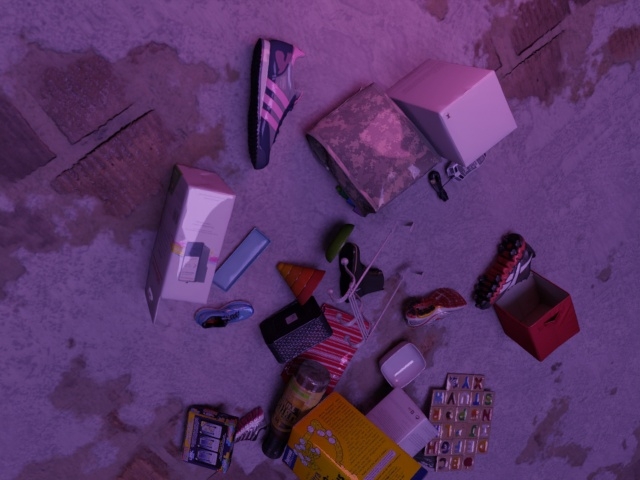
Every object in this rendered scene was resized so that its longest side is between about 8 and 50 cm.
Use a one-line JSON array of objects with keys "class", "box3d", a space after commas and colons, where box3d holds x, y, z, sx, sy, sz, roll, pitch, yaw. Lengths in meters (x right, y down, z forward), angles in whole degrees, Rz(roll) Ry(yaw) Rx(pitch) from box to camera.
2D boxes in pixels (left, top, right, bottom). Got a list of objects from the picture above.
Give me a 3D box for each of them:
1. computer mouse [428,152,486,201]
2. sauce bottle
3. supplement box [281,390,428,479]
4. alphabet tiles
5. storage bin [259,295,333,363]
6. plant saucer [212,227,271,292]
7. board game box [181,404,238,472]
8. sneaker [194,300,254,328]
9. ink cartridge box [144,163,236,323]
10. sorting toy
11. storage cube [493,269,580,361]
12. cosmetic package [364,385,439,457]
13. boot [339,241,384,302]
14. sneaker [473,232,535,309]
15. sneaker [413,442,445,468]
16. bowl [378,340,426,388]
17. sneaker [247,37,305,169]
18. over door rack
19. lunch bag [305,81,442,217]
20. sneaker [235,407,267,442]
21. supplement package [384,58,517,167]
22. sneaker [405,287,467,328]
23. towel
[{"class": "computer mouse", "box3d": [0.412, -0.213, 1.865, 0.193, 0.042, 0.106, -40, 116, 2]}, {"class": "sauce bottle", "box3d": [-0.083, 0.519, 1.878, 0.111, 0.111, 0.344, 12, 116, -28]}, {"class": "supplement box", "box3d": [0.091, 0.650, 1.798, 0.195, 0.357, 0.194, -31, 148, -41]}, {"class": "alphabet tiles", "box3d": [0.494, 0.643, 2.201, 0.285, 0.011, 0.342, 9, 88, -28]}, {"class": "storage bin", "box3d": [-0.070, 0.252, 1.780, 0.180, 0.122, 0.084, -30, 119, -2]}, {"class": "plant saucer", "box3d": [-0.219, 0.052, 1.703, 0.192, 0.018, 0.067, -48, 121, 1]}, {"class": "board game box", "box3d": [-0.322, 0.577, 1.816, 0.141, 0.048, 0.170, 15, 108, 7]}, {"class": "sneaker", "box3d": [-0.259, 0.215, 1.719, 0.162, 0.073, 0.063, -12, 114, -19]}, {"class": "ink cartridge box", "box3d": [-0.327, 0.015, 1.528, 0.119, 0.207, 0.353, 11, 107, -26]}, {"class": "sorting toy", "box3d": [0.000, 0.000, 1.751, 0.126, 0.127, 0.365, 33, 92, -1]}, {"class": "storage cube", "box3d": [0.723, 0.253, 2.096, 0.184, 0.215, 0.193, -36, 126, -7]}, {"class": "cosmetic package", "box3d": [0.189, 0.672, 2.028, 0.366, 0.155, 0.197, -40, 143, -4]}, {"class": "boot", "box3d": [0.130, 0.081, 1.846, 0.137, 0.077, 0.197, -14, 129, -23]}, {"class": "sneaker", "box3d": [0.612, 0.117, 2.053, 0.135, 0.097, 0.276, 26, 97, -28]}, {"class": "sneaker", "box3d": [0.364, 0.718, 2.188, 0.286, 0.109, 0.130, 15, 97, -31]}, {"class": "bowl", "box3d": [0.262, 0.401, 2.039, 0.142, 0.053, 0.142, -38, 120, -5]}, {"class": "sneaker", "box3d": [-0.106, -0.328, 1.544, 0.131, 0.112, 0.318, 0, 112, -21]}, {"class": "over door rack", "box3d": [0.152, 0.117, 1.778, 0.324, 0.108, 0.239, -45, 140, -22]}, {"class": "lunch bag", "box3d": [0.128, -0.242, 1.645, 0.235, 0.169, 0.287, -39, 94, -9]}, {"class": "sneaker", "box3d": [-0.231, 0.585, 1.887, 0.170, 0.063, 0.074, -34, 114, -14]}, {"class": "supplement package", "box3d": [0.330, -0.339, 1.628, 0.178, 0.293, 0.175, -38, 120, -5]}, {"class": "sneaker", "box3d": [0.366, 0.221, 2.006, 0.225, 0.088, 0.092, -12, 135, -19]}, {"class": "towel", "box3d": [0.020, 0.342, 1.921, 0.199, 0.031, 0.274, 25, 98, -31]}]
